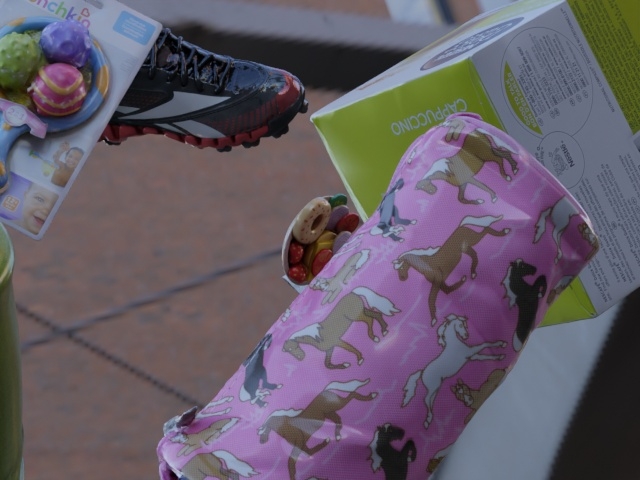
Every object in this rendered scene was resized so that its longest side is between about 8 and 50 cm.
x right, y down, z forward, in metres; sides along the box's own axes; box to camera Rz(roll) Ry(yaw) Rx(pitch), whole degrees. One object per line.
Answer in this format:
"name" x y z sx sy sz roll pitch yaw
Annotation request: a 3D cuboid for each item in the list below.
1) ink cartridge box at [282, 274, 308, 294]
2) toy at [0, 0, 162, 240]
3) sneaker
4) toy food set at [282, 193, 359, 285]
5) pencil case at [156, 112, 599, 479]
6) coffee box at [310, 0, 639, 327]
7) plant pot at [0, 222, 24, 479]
"ink cartridge box" -0.004 0.087 2.326 0.029 0.115 0.063 -49 -10 27
"toy" -0.244 -0.132 1.573 0.137 0.237 0.056 28 -22 -3
"sneaker" -0.154 -0.167 1.949 0.276 0.097 0.135 3 -40 15
"toy food set" 0.000 0.000 1.524 0.083 0.020 0.083 -7 -63 -51
"pencil case" 0.044 0.085 1.404 0.386 0.160 0.167 -49 -62 -12
"coffee box" 0.260 -0.105 2.259 0.334 0.338 0.338 -32 9 -33
"plant pot" -0.485 0.130 2.053 0.367 0.366 0.353 0 -49 -23
